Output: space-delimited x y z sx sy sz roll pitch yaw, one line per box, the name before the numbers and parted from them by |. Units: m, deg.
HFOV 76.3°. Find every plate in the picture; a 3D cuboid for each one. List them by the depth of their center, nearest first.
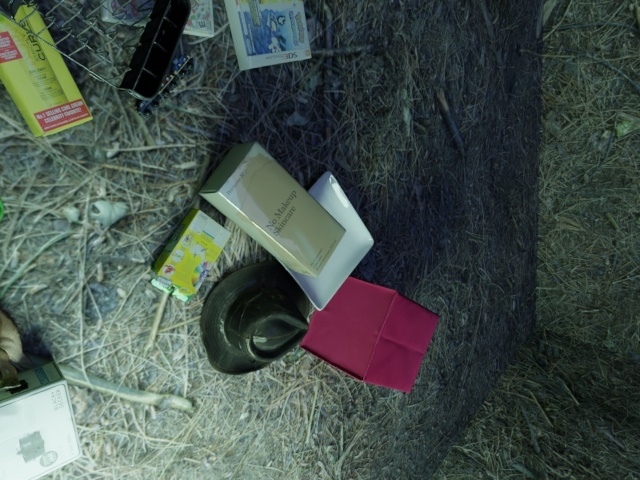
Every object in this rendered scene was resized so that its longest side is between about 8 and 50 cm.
plate | 0.000 0.000 1.114 0.277 0.045 0.278 -49 121 -23

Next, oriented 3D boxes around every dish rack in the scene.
dish rack | -0.348 -0.365 0.610 0.271 0.074 0.208 30 71 -51

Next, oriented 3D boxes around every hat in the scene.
hat | -0.121 0.207 1.012 0.331 0.133 0.332 -13 109 -42

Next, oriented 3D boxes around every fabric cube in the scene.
fabric cube | 0.147 0.265 1.207 0.258 0.254 0.259 31 80 -43

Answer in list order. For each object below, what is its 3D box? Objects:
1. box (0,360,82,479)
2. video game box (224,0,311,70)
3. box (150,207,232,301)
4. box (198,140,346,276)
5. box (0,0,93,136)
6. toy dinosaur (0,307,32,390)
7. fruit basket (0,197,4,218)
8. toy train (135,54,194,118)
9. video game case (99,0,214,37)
box | -0.560 0.331 0.645 0.289 0.087 0.169 -17 113 -41
video game box | -0.114 -0.493 0.890 0.187 0.048 0.205 -31 121 -38
box | -0.279 0.033 0.873 0.105 0.043 0.179 43 68 -42
box | -0.102 -0.064 0.928 0.311 0.121 0.148 41 72 -31
box | -0.446 -0.281 0.610 0.087 0.058 0.232 -36 125 -34
toy dinosaur | -0.549 0.130 0.590 0.295 0.127 0.201 23 48 -61
fruit basket | -0.502 0.029 0.353 0.392 0.392 0.283 -52 131 -22
toy train | -0.297 -0.298 0.778 0.036 0.027 0.158 43 71 -31
video game case | -0.293 -0.500 0.726 0.206 0.026 0.227 -14 111 -41
